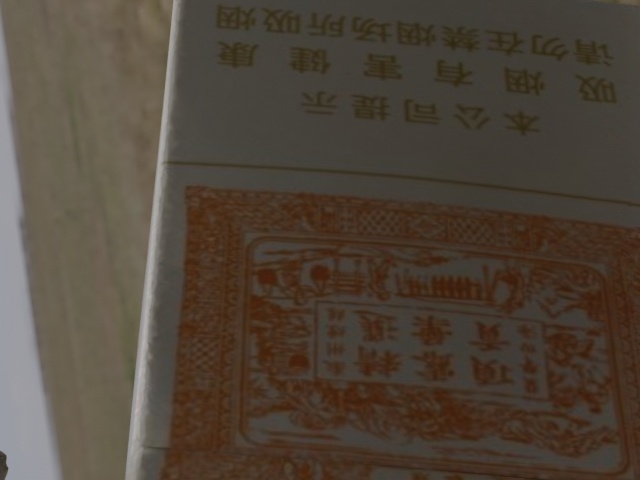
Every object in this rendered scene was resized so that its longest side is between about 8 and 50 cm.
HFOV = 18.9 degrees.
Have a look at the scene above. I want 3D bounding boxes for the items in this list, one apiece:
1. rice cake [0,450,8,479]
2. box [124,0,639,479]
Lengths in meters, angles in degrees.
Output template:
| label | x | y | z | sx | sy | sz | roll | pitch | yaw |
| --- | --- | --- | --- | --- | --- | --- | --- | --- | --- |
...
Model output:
| label | x | y | z | sx | sy | sz | roll | pitch | yaw |
| --- | --- | --- | --- | --- | --- | --- | --- | --- | --- |
| rice cake | -0.420 | 0.305 | 1.698 | 0.072 | 0.365 | 0.056 | 25 | 146 | 35 |
| box | 0.036 | 0.030 | 0.693 | 0.365 | 0.204 | 0.051 | -90 | 7 | -46 |
